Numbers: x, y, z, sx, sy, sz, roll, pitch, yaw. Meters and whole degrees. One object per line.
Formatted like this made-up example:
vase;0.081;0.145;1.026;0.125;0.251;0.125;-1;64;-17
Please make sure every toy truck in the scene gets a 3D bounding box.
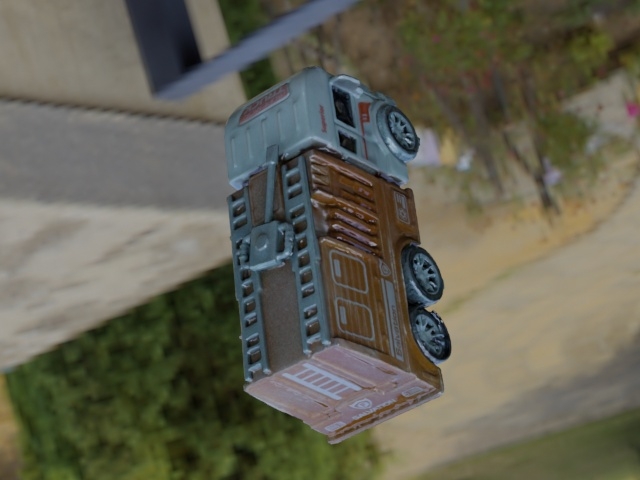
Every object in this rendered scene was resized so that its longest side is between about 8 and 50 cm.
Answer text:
toy truck;0.000;0.000;1.471;0.136;0.305;0.162;-27;144;31
